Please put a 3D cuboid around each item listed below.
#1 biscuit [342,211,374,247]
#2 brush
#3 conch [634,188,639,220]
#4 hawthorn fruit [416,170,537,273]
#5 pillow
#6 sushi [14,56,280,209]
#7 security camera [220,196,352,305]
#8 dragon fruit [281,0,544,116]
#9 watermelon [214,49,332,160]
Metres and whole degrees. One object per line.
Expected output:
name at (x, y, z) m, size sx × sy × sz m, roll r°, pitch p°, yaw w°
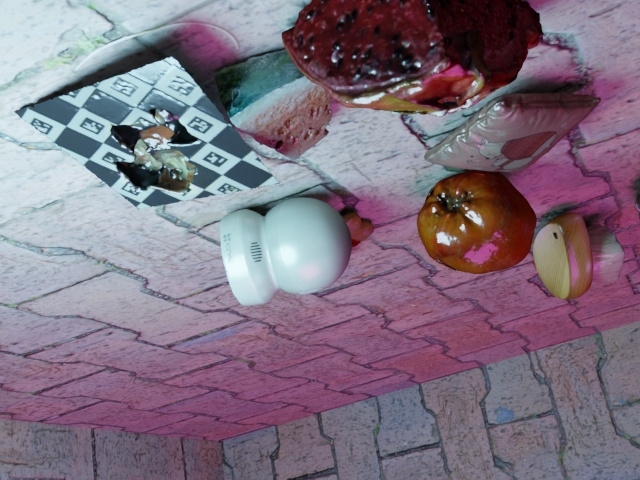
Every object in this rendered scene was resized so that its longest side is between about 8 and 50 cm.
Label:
biscuit at (0.015, 0.034, 1.698) m, size 0.234 × 0.030 × 0.153 m, roll -42°, pitch 152°, yaw 14°
brush at (0.626, 0.016, 1.901) m, size 0.166 × 0.174 × 0.267 m, roll -22°, pitch 142°, yaw -7°
conch at (0.791, -0.079, 1.791) m, size 0.176 × 0.122 × 0.188 m, roll 10°, pitch 154°, yaw 2°
hawthorn fruit at (0.337, -0.030, 1.580) m, size 0.299 × 0.211 × 0.211 m, roll 12°, pitch 148°, yaw -41°
pillow at (0.329, -0.185, 1.366) m, size 0.223 × 0.084 × 0.236 m, roll 0°, pitch 158°, yaw -28°
sushi at (-0.243, -0.162, 1.166) m, size 0.294 × 0.059 × 0.292 m, roll -8°, pitch 148°, yaw 27°
security camera at (-0.058, 0.014, 1.514) m, size 0.236 × 0.194 × 0.194 m, roll -14°, pitch 157°, yaw 6°
dragon fruit at (0.166, -0.274, 0.995) m, size 0.330 × 0.302 × 0.240 m, roll -11°, pitch 130°, yaw -30°
watermelon at (-0.050, -0.195, 1.188) m, size 0.154 × 0.094 × 0.241 m, roll -23°, pitch 158°, yaw 3°
